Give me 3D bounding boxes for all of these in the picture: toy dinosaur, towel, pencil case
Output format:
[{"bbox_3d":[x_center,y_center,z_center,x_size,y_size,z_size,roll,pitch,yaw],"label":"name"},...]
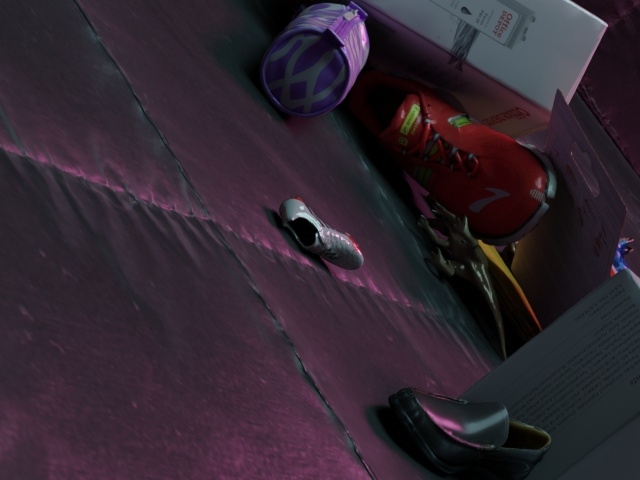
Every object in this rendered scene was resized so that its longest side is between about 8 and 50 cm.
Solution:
[{"bbox_3d":[0.140,0.020,1.852,0.092,0.053,0.183,40,18,-45],"label":"toy dinosaur"},{"bbox_3d":[0.185,0.051,1.993,0.102,0.021,0.237,37,20,-57],"label":"towel"},{"bbox_3d":[0.000,-0.167,1.802,0.086,0.088,0.206,48,15,-8],"label":"pencil case"}]

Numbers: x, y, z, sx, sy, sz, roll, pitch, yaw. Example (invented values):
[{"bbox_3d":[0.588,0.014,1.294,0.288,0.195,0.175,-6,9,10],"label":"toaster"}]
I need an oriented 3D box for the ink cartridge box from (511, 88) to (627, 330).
[{"bbox_3d":[0.254,0.002,1.873,0.066,0.232,0.189,-1,41,-19],"label":"ink cartridge box"}]

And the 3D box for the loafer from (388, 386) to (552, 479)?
[{"bbox_3d":[0.108,0.135,1.435,0.170,0.061,0.062,31,26,-53],"label":"loafer"}]

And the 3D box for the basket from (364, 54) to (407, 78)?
[{"bbox_3d":[0.093,-0.311,2.226,0.289,0.201,0.255,62,15,6],"label":"basket"}]

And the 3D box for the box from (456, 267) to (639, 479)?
[{"bbox_3d":[0.238,0.146,1.576,0.181,0.182,0.119,36,19,-48],"label":"box"}]

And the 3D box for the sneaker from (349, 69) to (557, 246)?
[{"bbox_3d":[0.116,-0.085,1.920,0.118,0.107,0.279,25,8,-41],"label":"sneaker"}]

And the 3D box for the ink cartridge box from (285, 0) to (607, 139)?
[{"bbox_3d":[0.122,-0.228,1.998,0.283,0.117,0.207,30,-6,-7],"label":"ink cartridge box"}]

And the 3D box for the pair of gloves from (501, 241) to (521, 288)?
[{"bbox_3d":[0.279,0.097,2.126,0.204,0.042,0.240,29,27,-58],"label":"pair of gloves"}]

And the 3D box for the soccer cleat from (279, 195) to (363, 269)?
[{"bbox_3d":[0.000,0.000,1.509,0.083,0.029,0.035,42,25,-24],"label":"soccer cleat"}]

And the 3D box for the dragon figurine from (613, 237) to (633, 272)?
[{"bbox_3d":[0.309,0.076,2.039,0.289,0.085,0.144,47,23,-23],"label":"dragon figurine"}]
